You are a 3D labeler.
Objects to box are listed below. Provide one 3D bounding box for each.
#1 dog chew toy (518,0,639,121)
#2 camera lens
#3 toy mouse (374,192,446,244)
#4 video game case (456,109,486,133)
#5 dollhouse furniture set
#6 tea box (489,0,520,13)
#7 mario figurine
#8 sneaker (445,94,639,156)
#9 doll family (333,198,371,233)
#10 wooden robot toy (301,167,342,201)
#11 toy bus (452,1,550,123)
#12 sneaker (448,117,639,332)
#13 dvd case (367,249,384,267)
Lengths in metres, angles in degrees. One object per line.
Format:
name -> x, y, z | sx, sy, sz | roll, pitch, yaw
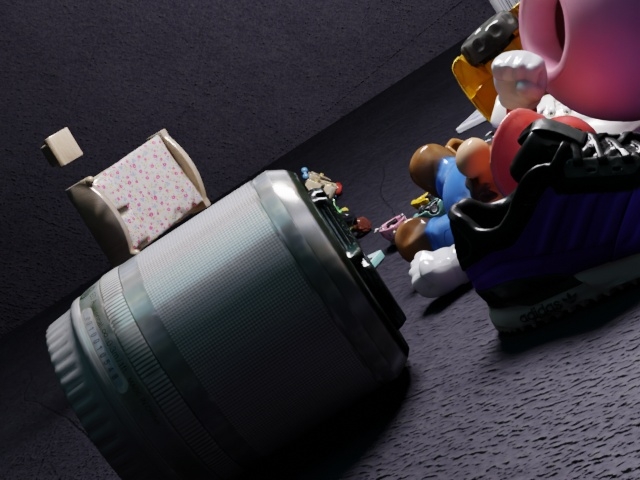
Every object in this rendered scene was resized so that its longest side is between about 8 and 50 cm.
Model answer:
dog chew toy -> 0.372, -0.232, 1.361 | 0.332, 0.206, 0.206 | -9, 3, -16
camera lens -> -0.076, 0.085, 1.219 | 0.274, 0.219, 0.219 | -33, 9, 2
toy mouse -> 0.124, -0.026, 1.718 | 0.161, 0.031, 0.143 | -28, 10, 29
video game case -> 0.284, -0.221, 2.260 | 0.087, 0.011, 0.122 | -24, 13, 42
dollhouse furniture set -> -0.181, -0.081, 2.033 | 0.174, 0.355, 0.303 | -23, 13, 45
tea box -> 0.469, -0.408, 1.951 | 0.323, 0.220, 0.329 | -37, 10, -29
mario figurine -> 0.151, -0.064, 1.346 | 0.170, 0.198, 0.320 | -23, 0, -22
sneaker -> 0.262, -0.126, 1.493 | 0.290, 0.123, 0.106 | -27, 9, 27
doll family -> 0.000, 0.000, 1.901 | 0.111, 0.076, 0.193 | -20, 20, 39
wooden robot toy -> -0.009, -0.075, 2.413 | 0.173, 0.076, 0.079 | -100, 32, -80
toy bus -> 0.282, -0.245, 1.708 | 0.220, 0.149, 0.211 | -41, 6, 13
sneaker -> 0.226, -0.042, 1.088 | 0.293, 0.146, 0.102 | -29, 10, 27
dvd case -> 0.017, 0.056, 1.713 | 0.119, 0.013, 0.087 | -28, 11, 36
